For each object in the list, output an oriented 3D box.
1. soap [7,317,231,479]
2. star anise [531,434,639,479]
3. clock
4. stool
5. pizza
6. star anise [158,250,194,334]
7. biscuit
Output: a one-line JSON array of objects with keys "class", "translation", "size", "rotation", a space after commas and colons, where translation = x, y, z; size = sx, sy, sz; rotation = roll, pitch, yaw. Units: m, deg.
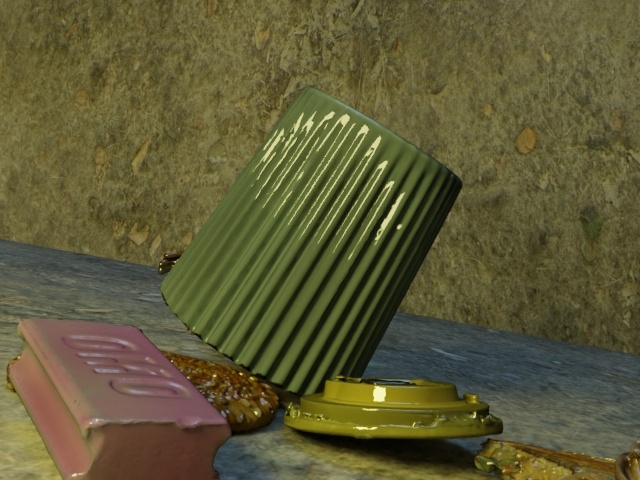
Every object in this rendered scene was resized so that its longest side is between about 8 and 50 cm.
[{"class": "soap", "translation": [-0.171, 0.131, 0.656], "size": [0.122, 0.065, 0.203], "rotation": [9, 11, -37]}, {"class": "star anise", "translation": [0.213, 0.199, 0.548], "size": [0.172, 0.063, 0.208], "rotation": [-17, 13, 37]}, {"class": "clock", "translation": [0.077, 0.175, 0.852], "size": [0.237, 0.057, 0.237], "rotation": [2, -7, 0]}, {"class": "stool", "translation": [0.000, 0.000, 1.055], "size": [0.297, 0.330, 0.297], "rotation": [32, 5, -3]}, {"class": "pizza", "translation": [0.236, 0.222, 0.721], "size": [0.185, 0.052, 0.195], "rotation": [6, -7, 6]}, {"class": "star anise", "translation": [-0.146, 0.106, 1.342], "size": [0.346, 0.148, 0.237], "rotation": [25, 5, 32]}, {"class": "biscuit", "translation": [-0.192, 0.155, 0.886], "size": [0.306, 0.038, 0.305], "rotation": [10, 0, 0]}]
